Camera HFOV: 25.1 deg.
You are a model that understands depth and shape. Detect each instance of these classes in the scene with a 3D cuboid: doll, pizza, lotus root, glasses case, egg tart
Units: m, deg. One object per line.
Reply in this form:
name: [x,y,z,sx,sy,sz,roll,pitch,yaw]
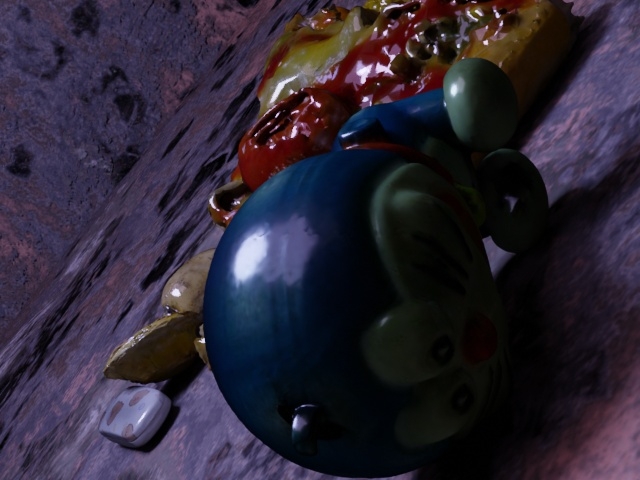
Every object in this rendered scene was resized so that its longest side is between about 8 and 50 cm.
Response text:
doll: [0.037,0.025,0.910,0.186,0.198,0.322,-10,26,25]
pizza: [0.005,-0.114,1.325,0.440,0.130,0.406,-45,33,7]
lotus root: [-0.143,0.058,1.643,0.072,0.063,0.152,-15,30,50]
glasses case: [-0.201,0.189,1.544,0.063,0.041,0.164,-56,15,-15]
egg tart: [-0.175,0.124,1.549,0.129,0.049,0.129,-32,-13,-8]

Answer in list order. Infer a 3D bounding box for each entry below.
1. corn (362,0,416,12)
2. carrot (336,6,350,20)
corn: [0.053,-0.174,1.519,0.305,0.106,0.106,-55,15,-11]
carrot: [0.046,-0.266,1.894,0.061,0.061,0.257,-51,24,3]
